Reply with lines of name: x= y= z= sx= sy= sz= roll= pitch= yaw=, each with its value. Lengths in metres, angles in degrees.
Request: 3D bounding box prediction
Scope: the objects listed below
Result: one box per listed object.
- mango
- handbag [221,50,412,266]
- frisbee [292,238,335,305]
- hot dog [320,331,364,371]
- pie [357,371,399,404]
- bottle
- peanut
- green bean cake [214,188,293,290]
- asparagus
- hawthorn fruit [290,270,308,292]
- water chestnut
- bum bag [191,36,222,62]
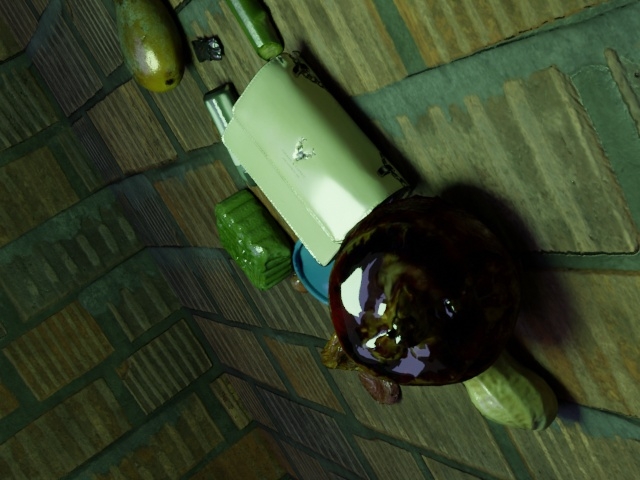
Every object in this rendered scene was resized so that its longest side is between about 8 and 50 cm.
mango: x=-0.430 y=-0.519 z=1.941 sx=0.193 sy=0.146 sz=0.316 roll=-12 pitch=97 yaw=65
handbag: x=-0.012 y=-0.159 z=1.538 sx=0.358 sy=0.160 sz=0.236 roll=51 pitch=134 yaw=13
frisbee: x=0.047 y=0.067 z=1.853 sx=0.242 sy=0.045 sz=0.242 roll=18 pitch=131 yaw=21
hot dog: x=0.093 y=0.270 z=1.964 sx=0.259 sy=0.175 sz=0.114 roll=109 pitch=166 yaw=-66
pie: x=0.157 y=0.387 z=2.149 sx=0.153 sy=0.038 sz=0.153 roll=42 pitch=152 yaw=28
bottle: x=-0.200 y=-0.249 z=1.910 sx=0.096 sy=0.080 sz=0.253 roll=-70 pitch=-41 yaw=-61
peanut: x=0.318 y=0.251 z=1.498 sx=0.290 sy=0.130 sz=0.130 roll=44 pitch=156 yaw=14
green bean cake: x=-0.184 y=0.005 z=2.186 sx=0.248 sy=0.125 sz=0.222 roll=44 pitch=155 yaw=25
asparagus: x=-0.161 y=-0.480 z=1.547 sx=0.067 sy=0.060 sz=0.277 roll=-17 pitch=107 yaw=56
hawthorn fruit: x=-0.032 y=0.117 z=2.145 sx=0.103 sy=0.066 sz=0.067 roll=33 pitch=163 yaw=-16
water chestnut: x=0.166 y=0.096 z=1.335 sx=0.351 sy=0.302 sz=0.350 roll=7 pitch=109 yaw=22
bum bag: x=-0.264 y=-0.444 z=1.838 sx=0.124 sy=0.034 sz=0.057 roll=19 pitch=129 yaw=55
